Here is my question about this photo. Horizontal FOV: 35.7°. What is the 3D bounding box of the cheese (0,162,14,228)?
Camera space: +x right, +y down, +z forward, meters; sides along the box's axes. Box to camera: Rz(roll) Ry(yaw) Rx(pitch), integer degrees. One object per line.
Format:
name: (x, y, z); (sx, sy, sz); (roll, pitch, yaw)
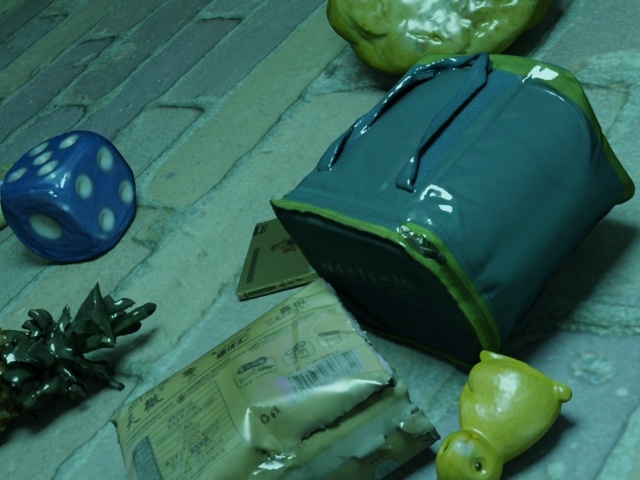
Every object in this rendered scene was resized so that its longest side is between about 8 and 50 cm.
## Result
cheese: (-0.574, -0.038, 1.637); (0.137, 0.064, 0.227); (12, 52, 48)

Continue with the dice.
dice: (-0.357, -0.061, 1.423); (0.143, 0.146, 0.146); (-7, 38, 28)

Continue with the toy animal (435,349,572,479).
toy animal: (0.131, 0.171, 0.804); (0.083, 0.070, 0.159); (15, 58, 46)

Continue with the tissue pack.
tissue pack: (-0.054, 0.166, 0.899); (0.257, 0.123, 0.215); (-31, 30, -5)

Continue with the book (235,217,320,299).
book: (0.000, 0.000, 1.182); (0.199, 0.016, 0.138); (-16, 35, 21)

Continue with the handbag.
handbag: (0.127, -0.035, 0.948); (0.241, 0.222, 0.263); (-46, 35, -17)

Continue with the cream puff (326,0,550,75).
cream puff: (0.166, -0.375, 1.381); (0.324, 0.291, 0.257); (-38, 1, 12)

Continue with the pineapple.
pineapple: (-0.350, 0.149, 1.147); (0.341, 0.169, 0.169); (-16, 33, 1)
